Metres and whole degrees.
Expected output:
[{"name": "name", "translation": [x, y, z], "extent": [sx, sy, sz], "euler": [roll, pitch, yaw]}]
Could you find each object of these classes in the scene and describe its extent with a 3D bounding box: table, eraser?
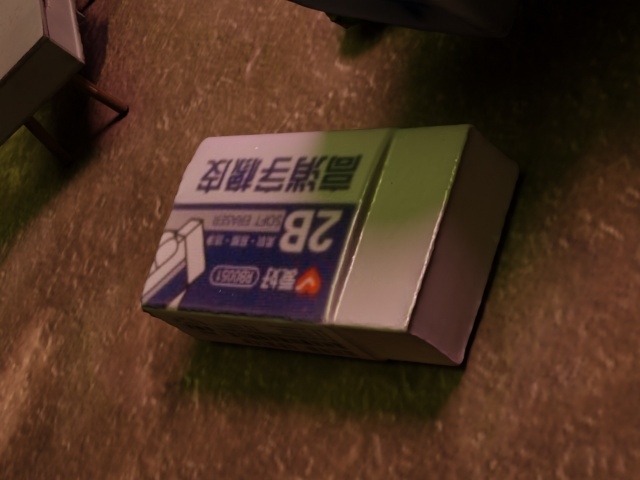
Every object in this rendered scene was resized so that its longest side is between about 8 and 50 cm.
[{"name": "table", "translation": [-0.240, -0.170, 0.992], "extent": [0.121, 0.111, 0.240], "euler": [-39, 42, 19]}, {"name": "eraser", "translation": [0.000, 0.000, 0.679], "extent": [0.210, 0.068, 0.124], "euler": [2, 64, 44]}]

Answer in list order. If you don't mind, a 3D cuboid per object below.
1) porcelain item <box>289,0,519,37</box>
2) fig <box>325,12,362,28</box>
[{"name": "porcelain item", "translation": [0.060, -0.315, 0.579], "extent": [0.178, 0.242, 0.405], "euler": [15, 97, 23]}, {"name": "fig", "translation": [0.037, -0.214, 0.755], "extent": [0.123, 0.123, 0.156], "euler": [29, 97, 50]}]
